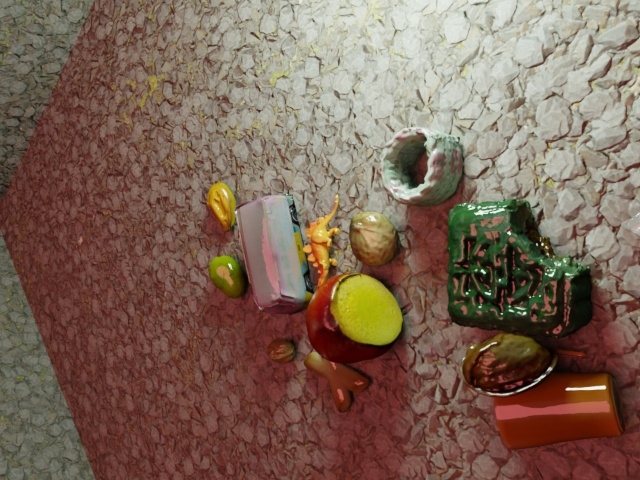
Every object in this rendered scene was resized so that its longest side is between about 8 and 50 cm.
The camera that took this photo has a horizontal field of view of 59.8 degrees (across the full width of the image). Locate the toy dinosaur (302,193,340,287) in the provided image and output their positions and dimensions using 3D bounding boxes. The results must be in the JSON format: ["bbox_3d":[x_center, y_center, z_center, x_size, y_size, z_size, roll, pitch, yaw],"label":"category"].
[{"bbox_3d":[0.000,0.000,1.700,0.117,0.070,0.288,5,90,39],"label":"toy dinosaur"}]

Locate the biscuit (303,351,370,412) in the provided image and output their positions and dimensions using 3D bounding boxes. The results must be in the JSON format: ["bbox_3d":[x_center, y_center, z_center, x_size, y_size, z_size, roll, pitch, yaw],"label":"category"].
[{"bbox_3d":[0.045,0.399,1.690,0.208,0.047,0.164,49,119,27],"label":"biscuit"}]

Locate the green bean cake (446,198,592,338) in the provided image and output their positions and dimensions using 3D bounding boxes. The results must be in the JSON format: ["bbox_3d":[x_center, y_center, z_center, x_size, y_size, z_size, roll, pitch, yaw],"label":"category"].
[{"bbox_3d":[0.449,0.057,1.279,0.300,0.169,0.307,0,90,39],"label":"green bean cake"}]

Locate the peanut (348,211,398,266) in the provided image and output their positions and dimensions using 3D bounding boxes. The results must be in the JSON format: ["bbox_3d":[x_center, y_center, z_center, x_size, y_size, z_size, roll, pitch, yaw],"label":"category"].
[{"bbox_3d":[0.148,-0.004,1.555,0.141,0.109,0.159,-2,103,49],"label":"peanut"}]

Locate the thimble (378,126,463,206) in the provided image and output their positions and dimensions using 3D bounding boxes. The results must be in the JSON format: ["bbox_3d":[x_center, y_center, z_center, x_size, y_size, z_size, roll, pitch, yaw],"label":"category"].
[{"bbox_3d":[0.263,-0.193,1.429,0.185,0.149,0.211,50,119,29],"label":"thimble"}]

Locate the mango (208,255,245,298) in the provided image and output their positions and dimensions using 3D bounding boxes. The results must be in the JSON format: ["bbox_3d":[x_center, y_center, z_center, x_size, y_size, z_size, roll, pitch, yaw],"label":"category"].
[{"bbox_3d":[-0.322,0.123,1.953,0.163,0.089,0.117,40,108,17],"label":"mango"}]

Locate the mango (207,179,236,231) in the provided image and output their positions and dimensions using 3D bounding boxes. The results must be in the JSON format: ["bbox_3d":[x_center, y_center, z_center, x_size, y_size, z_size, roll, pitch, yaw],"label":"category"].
[{"bbox_3d":[-0.344,-0.123,1.970,0.101,0.066,0.187,-21,84,29],"label":"mango"}]

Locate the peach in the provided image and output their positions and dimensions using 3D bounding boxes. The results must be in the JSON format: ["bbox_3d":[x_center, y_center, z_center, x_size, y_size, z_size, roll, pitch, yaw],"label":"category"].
[{"bbox_3d":[0.075,0.223,1.517,0.248,0.275,0.245,46,115,34],"label":"peach"}]

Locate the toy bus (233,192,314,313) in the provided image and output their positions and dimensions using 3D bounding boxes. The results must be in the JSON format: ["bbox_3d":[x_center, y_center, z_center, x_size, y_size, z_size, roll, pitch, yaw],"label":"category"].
[{"bbox_3d":[-0.152,0.050,1.761,0.171,0.162,0.386,-19,81,37],"label":"toy bus"}]

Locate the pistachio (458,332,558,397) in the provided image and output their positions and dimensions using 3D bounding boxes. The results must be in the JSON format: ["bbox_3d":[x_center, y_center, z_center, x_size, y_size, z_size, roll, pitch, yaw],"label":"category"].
[{"bbox_3d":[0.406,0.262,1.204,0.210,0.165,0.130,-12,129,9],"label":"pistachio"}]

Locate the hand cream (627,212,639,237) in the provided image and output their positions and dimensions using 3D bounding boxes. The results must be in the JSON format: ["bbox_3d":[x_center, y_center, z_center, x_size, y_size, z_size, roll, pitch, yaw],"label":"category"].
[{"bbox_3d":[0.755,0.044,1.086,0.140,0.089,0.314,-43,62,30],"label":"hand cream"}]

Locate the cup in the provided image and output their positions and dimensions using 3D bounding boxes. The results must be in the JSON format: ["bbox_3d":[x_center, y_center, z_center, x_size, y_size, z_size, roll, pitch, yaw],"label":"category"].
[{"bbox_3d":[0.519,0.349,1.248,0.264,0.182,0.226,-14,63,31],"label":"cup"}]

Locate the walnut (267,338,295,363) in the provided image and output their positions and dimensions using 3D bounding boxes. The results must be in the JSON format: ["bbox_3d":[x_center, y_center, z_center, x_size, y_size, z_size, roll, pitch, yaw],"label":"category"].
[{"bbox_3d":[-0.127,0.361,1.808,0.096,0.082,0.079,-4,117,38],"label":"walnut"}]
